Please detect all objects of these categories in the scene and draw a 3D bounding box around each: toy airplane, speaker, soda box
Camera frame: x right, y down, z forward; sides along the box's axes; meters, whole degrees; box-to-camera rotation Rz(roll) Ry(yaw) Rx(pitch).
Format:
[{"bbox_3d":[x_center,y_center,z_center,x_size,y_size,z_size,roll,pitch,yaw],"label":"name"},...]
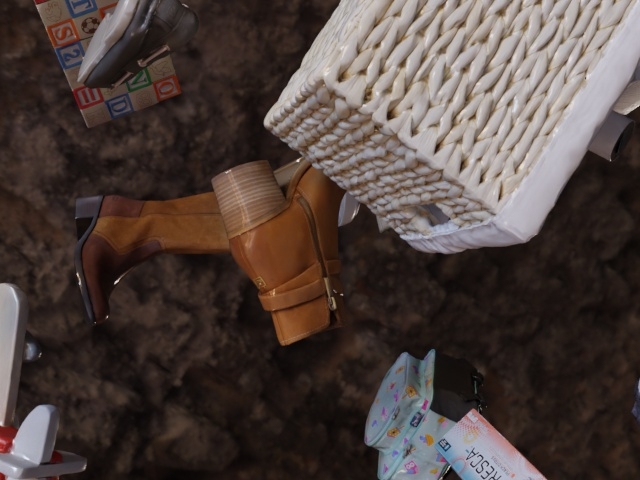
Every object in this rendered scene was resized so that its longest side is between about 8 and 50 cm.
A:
[{"bbox_3d":[-0.550,0.315,1.621,0.386,0.384,0.272,-34,-7,6],"label":"toy airplane"},{"bbox_3d":[0.299,-0.146,1.185,0.055,0.136,0.055,-41,-29,-30],"label":"speaker"},{"bbox_3d":[0.186,0.243,1.006,0.063,0.183,0.058,-43,-67,-2],"label":"soda box"}]

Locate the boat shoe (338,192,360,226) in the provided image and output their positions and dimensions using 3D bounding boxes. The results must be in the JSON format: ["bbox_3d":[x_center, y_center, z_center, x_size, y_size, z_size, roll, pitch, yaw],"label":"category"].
[{"bbox_3d":[0.046,-0.155,1.530,0.094,0.109,0.302,-21,-47,-23],"label":"boat shoe"}]

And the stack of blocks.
[{"bbox_3d":[-0.348,-0.342,1.612,0.171,0.087,0.297,-22,-41,-8],"label":"stack of blocks"}]

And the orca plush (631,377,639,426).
[{"bbox_3d":[0.286,0.025,0.639,0.151,0.102,0.287,-37,-37,-65],"label":"orca plush"}]

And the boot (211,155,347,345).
[{"bbox_3d":[0.000,0.000,1.251,0.283,0.109,0.220,-17,-96,-58],"label":"boot"}]

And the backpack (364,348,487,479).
[{"bbox_3d":[0.142,0.266,1.442,0.166,0.144,0.188,-79,7,-69],"label":"backpack"}]

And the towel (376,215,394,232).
[{"bbox_3d":[0.120,-0.172,1.748,0.056,0.324,0.312,-10,-92,-14],"label":"towel"}]

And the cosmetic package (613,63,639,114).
[{"bbox_3d":[0.369,-0.286,1.251,0.060,0.099,0.239,1,-106,-21],"label":"cosmetic package"}]

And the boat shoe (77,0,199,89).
[{"bbox_3d":[-0.254,-0.259,1.356,0.095,0.335,0.112,24,-103,-20],"label":"boat shoe"}]

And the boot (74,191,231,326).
[{"bbox_3d":[-0.265,0.025,1.676,0.280,0.264,0.096,-2,-47,-9],"label":"boot"}]

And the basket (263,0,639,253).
[{"bbox_3d":[0.141,-0.187,1.080,0.266,0.328,0.331,33,-99,-10],"label":"basket"}]
